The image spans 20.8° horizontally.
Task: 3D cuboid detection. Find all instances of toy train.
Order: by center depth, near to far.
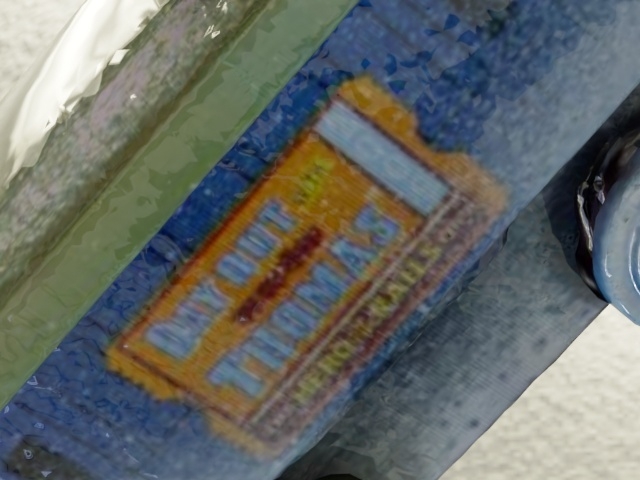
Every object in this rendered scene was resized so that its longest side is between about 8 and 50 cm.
[{"bbox_3d":[0.000,0.000,0.524,0.202,0.131,0.299,37,-80,-30],"label":"toy train"}]
